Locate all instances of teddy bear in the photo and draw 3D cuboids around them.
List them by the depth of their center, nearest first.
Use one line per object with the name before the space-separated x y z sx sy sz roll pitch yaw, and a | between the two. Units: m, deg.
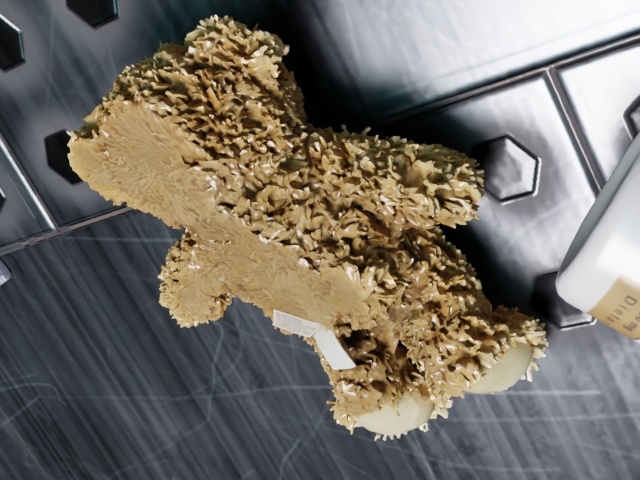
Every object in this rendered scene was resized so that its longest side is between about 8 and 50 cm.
teddy bear | 0.000 0.000 0.749 0.338 0.113 0.245 33 137 -4

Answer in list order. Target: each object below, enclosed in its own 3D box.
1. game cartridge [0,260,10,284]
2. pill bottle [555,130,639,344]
game cartridge | -0.306 0.011 0.965 0.056 0.017 0.083 -31 102 35
pill bottle | 0.254 0.030 0.599 0.229 0.131 0.131 31 130 7
